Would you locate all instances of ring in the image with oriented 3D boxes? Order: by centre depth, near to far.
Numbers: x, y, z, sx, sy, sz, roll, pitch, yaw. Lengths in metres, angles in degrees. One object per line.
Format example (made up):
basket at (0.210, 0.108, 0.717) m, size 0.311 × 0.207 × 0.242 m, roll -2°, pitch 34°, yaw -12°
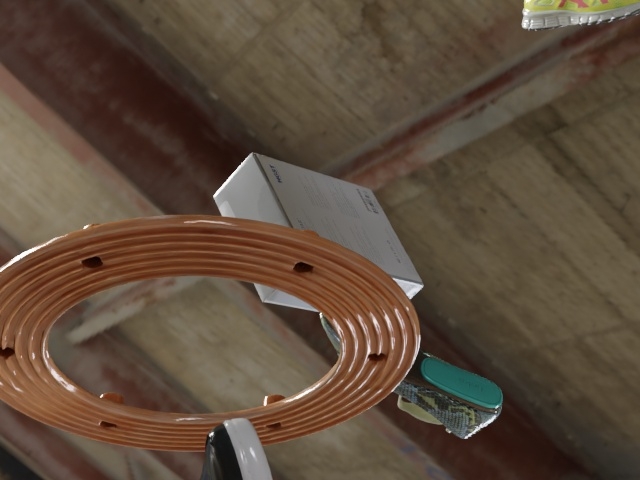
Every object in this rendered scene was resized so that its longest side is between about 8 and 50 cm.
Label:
ring at (-0.094, 0.076, 0.814) m, size 0.336 × 0.032 × 0.336 m, roll -2°, pitch -36°, yaw -1°

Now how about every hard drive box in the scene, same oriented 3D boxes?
hard drive box at (0.000, 0.000, 1.399) m, size 0.232 × 0.181 × 0.089 m, roll 15°, pitch -52°, yaw -46°

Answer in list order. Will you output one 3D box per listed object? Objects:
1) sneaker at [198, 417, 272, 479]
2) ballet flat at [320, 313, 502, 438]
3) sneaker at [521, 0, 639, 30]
sneaker at (-0.087, 0.215, 0.644) m, size 0.079 × 0.121 × 0.217 m, roll -133°, pitch -141°, yaw -65°
ballet flat at (0.073, 0.125, 0.983) m, size 0.188 × 0.070 × 0.070 m, roll 30°, pitch -29°, yaw -1°
sneaker at (0.344, -0.325, 1.383) m, size 0.208 × 0.081 × 0.094 m, roll 3°, pitch -74°, yaw 42°
